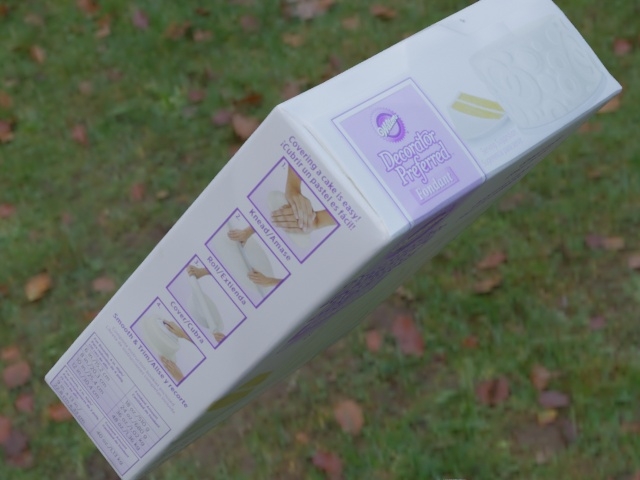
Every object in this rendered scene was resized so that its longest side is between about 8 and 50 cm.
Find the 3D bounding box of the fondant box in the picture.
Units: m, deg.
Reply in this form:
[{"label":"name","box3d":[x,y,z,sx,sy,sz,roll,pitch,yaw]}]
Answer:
[{"label":"fondant box","box3d":[0.000,0.000,0.968,0.238,0.330,0.096,-32,80,-43]}]
